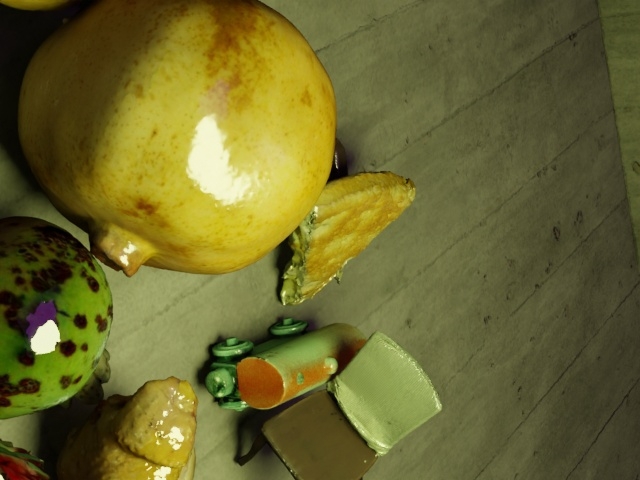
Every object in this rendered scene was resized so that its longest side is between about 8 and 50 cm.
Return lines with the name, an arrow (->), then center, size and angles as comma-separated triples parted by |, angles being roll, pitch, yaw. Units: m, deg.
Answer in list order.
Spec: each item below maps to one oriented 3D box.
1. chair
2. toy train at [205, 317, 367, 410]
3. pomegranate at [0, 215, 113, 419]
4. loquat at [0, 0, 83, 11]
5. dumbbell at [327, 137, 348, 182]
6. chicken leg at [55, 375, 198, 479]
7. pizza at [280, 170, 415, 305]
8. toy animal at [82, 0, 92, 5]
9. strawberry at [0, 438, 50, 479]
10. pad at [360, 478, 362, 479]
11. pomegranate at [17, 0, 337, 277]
chair -> 0.022, 0.296, 1.752 | 0.186, 0.319, 0.160 | -29, 75, -35
toy train -> -0.048, 0.195, 1.825 | 0.285, 0.177, 0.116 | -14, 100, -54
pomegranate -> -0.356, 0.125, 1.388 | 0.242, 0.242, 0.306 | -49, 144, -41
loquat -> -0.325, -0.416, 1.363 | 0.274, 0.274, 0.275 | -1, 91, -53
dumbbell -> -0.065, -0.103, 1.841 | 0.225, 0.124, 0.141 | -17, 103, -52
chicken leg -> -0.228, 0.310, 1.420 | 0.181, 0.295, 0.409 | 18, 30, -15
pizza -> 0.000, 0.000, 1.873 | 0.280, 0.075, 0.288 | -5, 138, -53
toy animal -> -0.307, -0.350, 1.585 | 0.217, 0.041, 0.075 | 37, 63, -42
strawberry -> -0.439, 0.338, 1.235 | 0.291, 0.291, 0.310 | 28, 86, -50
pad -> 0.022, 0.429, 2.066 | 0.193, 0.004, 0.116 | -2, 93, -54
pomegranate -> -0.186, -0.135, 1.457 | 0.416, 0.416, 0.417 | -1, 91, -53
